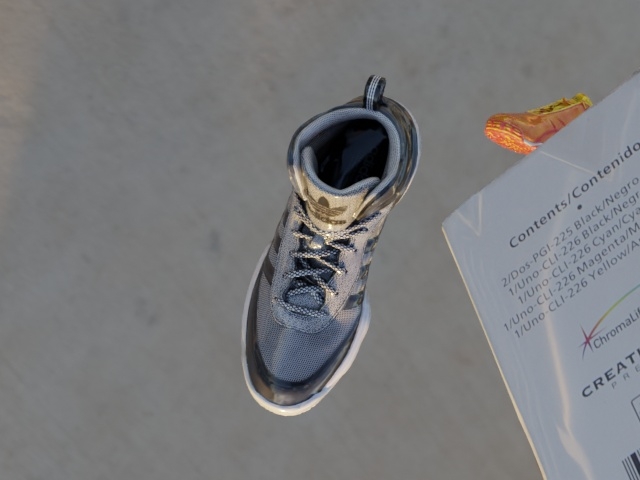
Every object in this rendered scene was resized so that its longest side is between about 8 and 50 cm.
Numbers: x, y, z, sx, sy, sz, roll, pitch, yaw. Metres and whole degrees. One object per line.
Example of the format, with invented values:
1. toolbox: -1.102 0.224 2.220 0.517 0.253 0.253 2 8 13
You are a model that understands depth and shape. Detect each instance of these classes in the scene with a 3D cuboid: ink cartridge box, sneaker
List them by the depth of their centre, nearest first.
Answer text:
1. ink cartridge box: 0.209 0.058 0.725 0.130 0.272 0.309 -40 135 23
2. sneaker: 0.000 0.000 1.310 0.153 0.101 0.268 62 48 -79
3. sneaker: 0.223 -0.111 1.639 0.175 0.064 0.067 3 99 -41
